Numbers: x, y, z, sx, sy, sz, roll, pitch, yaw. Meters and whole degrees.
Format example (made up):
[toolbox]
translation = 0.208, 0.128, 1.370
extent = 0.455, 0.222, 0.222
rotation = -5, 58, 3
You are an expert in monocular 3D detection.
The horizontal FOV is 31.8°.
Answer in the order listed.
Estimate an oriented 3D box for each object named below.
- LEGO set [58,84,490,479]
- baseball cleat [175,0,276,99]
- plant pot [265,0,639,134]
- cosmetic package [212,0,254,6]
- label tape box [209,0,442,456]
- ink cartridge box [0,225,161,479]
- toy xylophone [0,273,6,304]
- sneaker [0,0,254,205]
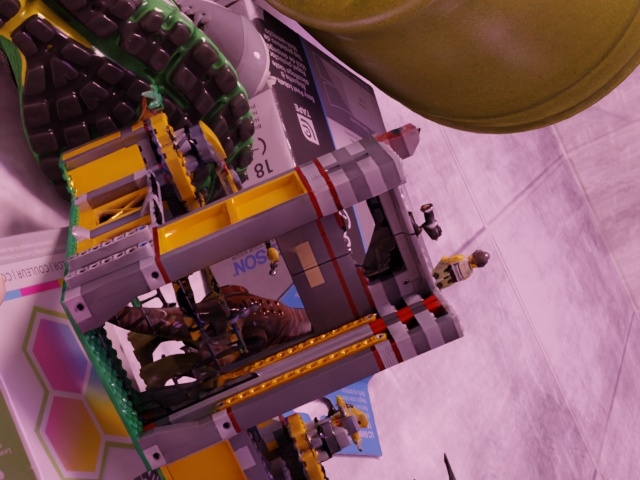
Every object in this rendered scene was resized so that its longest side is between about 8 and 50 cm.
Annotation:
[LEGO set]
translation = 0.000, 0.059, 0.622
extent = 0.255, 0.192, 0.331
rotation = -120, -173, -77
[baseball cleat]
translation = -0.120, -0.154, 0.793
extent = 0.109, 0.072, 0.206
rotation = 20, 10, -43
[plant pot]
translation = 0.099, -0.280, 0.975
extent = 0.353, 0.366, 0.367
rotation = -7, 74, -62
[cosmetic package]
translation = -0.133, -0.308, 0.972
extent = 0.231, 0.085, 0.117
rotation = 59, 22, -22
[label tape box]
translation = 0.000, 0.000, 0.931
extent = 0.240, 0.105, 0.334
rotation = 21, 48, -60
[ink cartridge box]
translation = -0.136, 0.102, 0.562
extent = 0.209, 0.062, 0.109
rotation = 67, 20, 3
[toy xylophone]
translation = -0.216, 0.011, 0.250
extent = 0.322, 0.236, 0.081
rotation = 11, 61, -61
[sneaker]
translation = -0.151, -0.147, 0.701
extent = 0.344, 0.134, 0.146
rotation = 61, 1, -36
